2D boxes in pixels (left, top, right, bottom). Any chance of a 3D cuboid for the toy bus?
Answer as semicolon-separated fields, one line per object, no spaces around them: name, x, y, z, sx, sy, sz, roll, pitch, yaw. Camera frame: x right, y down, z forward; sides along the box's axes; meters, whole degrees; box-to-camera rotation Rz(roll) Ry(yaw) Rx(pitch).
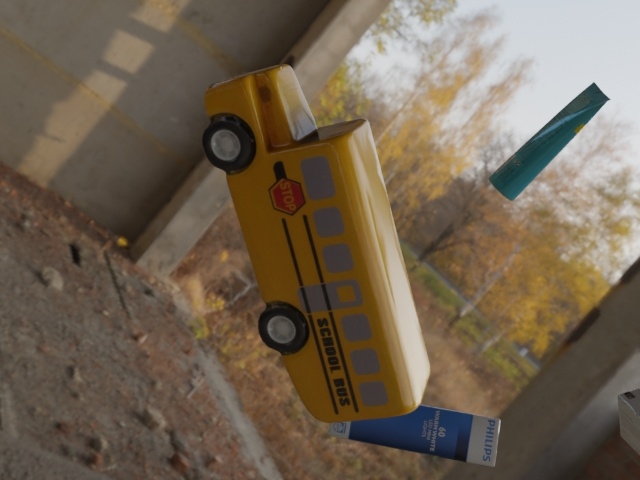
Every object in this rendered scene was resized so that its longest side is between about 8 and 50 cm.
toy bus;0.000;0.000;0.776;0.108;0.130;0.333;-46;123;-65

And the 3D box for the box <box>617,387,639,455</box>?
box;0.786;0.409;1.826;0.181;0.181;0.119;-121;-163;-67

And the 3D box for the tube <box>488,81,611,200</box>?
tube;0.342;-0.149;1.233;0.052;0.207;0.080;34;23;-22

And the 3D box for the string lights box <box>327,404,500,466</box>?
string lights box;0.153;0.302;1.329;0.259;0.077;0.133;8;-13;13
